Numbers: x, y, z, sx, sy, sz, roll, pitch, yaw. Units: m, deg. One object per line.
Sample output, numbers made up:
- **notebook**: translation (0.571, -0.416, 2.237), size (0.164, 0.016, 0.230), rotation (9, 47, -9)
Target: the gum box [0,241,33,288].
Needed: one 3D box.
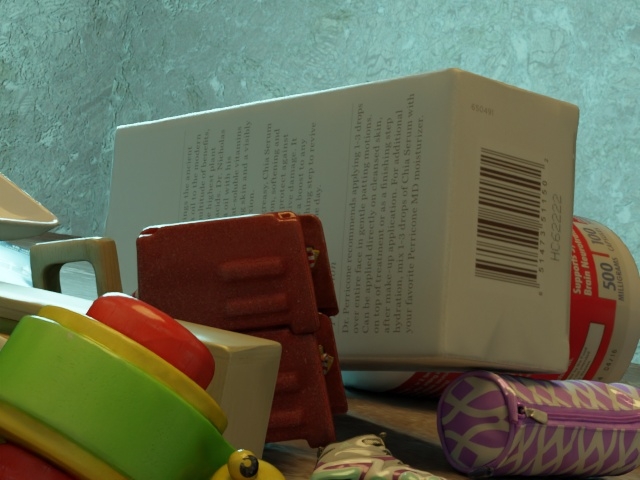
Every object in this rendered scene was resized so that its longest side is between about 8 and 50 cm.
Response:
- **gum box**: translation (-0.365, 0.029, 1.544), size (0.157, 0.041, 0.184), rotation (20, 12, -13)

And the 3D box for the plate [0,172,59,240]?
- **plate**: translation (-0.342, -0.071, 0.966), size (0.277, 0.045, 0.278), rotation (35, 13, 20)

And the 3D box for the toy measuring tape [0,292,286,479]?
- **toy measuring tape**: translation (-0.157, 0.059, 0.747), size (0.330, 0.121, 0.121), rotation (25, 6, 22)

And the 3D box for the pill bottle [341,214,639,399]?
- **pill bottle**: translation (0.130, 0.058, 1.645), size (0.408, 0.229, 0.229), rotation (10, 1, -33)

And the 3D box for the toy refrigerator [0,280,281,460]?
- **toy refrigerator**: translation (-0.169, 0.081, 0.866), size (0.269, 0.102, 0.094), rotation (12, 2, 18)

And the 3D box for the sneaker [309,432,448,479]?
- **sneaker**: translation (0.044, 0.141, 0.935), size (0.098, 0.038, 0.069), rotation (12, 26, -1)

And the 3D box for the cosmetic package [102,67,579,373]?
- **cosmetic package**: translation (0.000, 0.000, 1.348), size (0.161, 0.230, 0.453), rotation (11, -9, -42)

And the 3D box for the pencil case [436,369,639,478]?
- **pencil case**: translation (0.184, 0.146, 1.221), size (0.206, 0.086, 0.088), rotation (8, -31, -45)

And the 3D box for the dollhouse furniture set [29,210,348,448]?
- **dollhouse furniture set**: translation (-0.173, 0.075, 1.067), size (0.374, 0.152, 0.201), rotation (-6, 0, 6)
